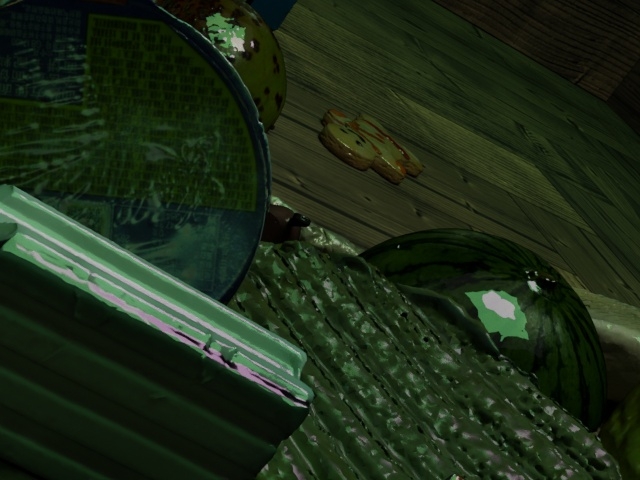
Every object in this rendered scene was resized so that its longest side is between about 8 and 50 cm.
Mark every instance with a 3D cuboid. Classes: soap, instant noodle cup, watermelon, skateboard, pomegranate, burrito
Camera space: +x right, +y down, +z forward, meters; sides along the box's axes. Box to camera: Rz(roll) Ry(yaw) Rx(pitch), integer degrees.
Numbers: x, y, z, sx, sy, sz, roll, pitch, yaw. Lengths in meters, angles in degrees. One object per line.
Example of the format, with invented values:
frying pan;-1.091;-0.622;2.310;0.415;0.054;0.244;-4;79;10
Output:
soap;-0.144;0.086;1.015;0.261;0.150;0.094;31;22;-19
instant noodle cup;-0.182;-0.073;1.203;0.284;0.284;0.312;33;10;-11
watermelon;0.166;0.088;1.553;0.331;0.189;0.331;37;15;-12
skateboard;-0.088;-0.032;1.586;0.151;0.067;0.080;28;10;-12
pomegranate;-0.157;-0.163;1.618;0.198;0.246;0.198;49;-23;29
burrito;0.000;0.000;1.689;0.185;0.041;0.045;31;20;-15

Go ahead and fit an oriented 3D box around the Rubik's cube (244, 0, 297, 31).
Rubik's cube;-0.158;-0.343;2.036;0.167;0.183;0.180;12;32;-49

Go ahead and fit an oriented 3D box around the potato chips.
potato chips;0.057;0.142;1.263;0.358;0.070;0.429;-11;50;-46

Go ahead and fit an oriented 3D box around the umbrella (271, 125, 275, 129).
umbrella;-0.126;-0.185;1.951;0.165;0.025;0.027;32;-1;-24

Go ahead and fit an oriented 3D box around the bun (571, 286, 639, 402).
bun;0.358;0.139;1.889;0.237;0.116;0.210;30;14;35

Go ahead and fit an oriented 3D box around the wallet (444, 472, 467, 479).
wallet;0.116;0.283;1.089;0.195;0.042;0.161;43;50;8

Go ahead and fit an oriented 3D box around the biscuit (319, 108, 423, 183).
biscuit;0.069;-0.138;2.193;0.153;0.030;0.234;40;17;19

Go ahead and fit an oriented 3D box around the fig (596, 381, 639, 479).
fig;0.341;0.226;1.481;0.314;0.233;0.233;8;32;-38
